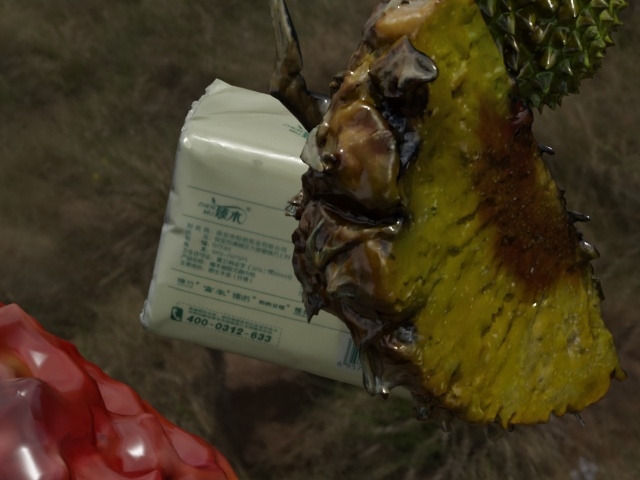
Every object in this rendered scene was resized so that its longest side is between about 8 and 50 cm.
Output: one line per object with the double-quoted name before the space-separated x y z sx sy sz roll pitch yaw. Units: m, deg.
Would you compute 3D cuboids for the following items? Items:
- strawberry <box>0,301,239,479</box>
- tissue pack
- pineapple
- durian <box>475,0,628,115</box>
"strawberry" -0.141 0.109 0.524 0.265 0.336 0.149 -45 -15 34
"tissue pack" 0.000 0.000 1.705 0.380 0.297 0.207 16 26 0
"pineapple" 0.037 -0.003 0.783 0.158 0.334 0.161 26 65 41
"durian" 0.186 -0.269 1.407 0.225 0.291 0.291 -34 33 21
